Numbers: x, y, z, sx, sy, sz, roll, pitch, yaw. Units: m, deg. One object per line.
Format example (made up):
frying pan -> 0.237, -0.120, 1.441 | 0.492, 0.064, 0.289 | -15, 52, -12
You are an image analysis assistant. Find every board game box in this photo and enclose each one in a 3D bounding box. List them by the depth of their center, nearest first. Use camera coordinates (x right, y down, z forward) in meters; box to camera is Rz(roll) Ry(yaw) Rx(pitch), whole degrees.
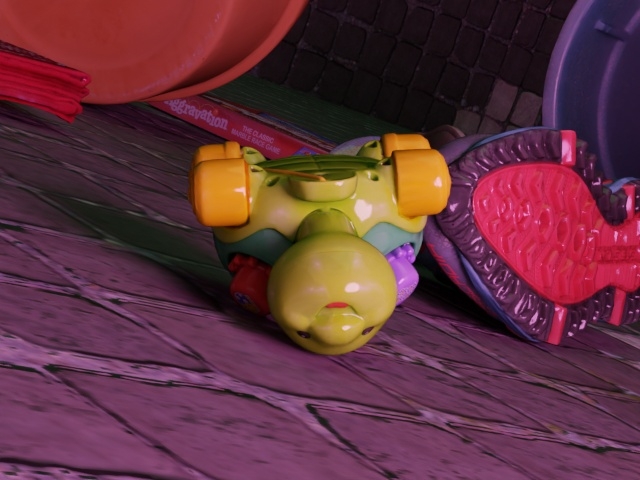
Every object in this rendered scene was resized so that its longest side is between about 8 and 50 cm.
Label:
board game box -> -0.004, -0.071, 1.418 | 0.281, 0.027, 0.145 | 26, 9, 41

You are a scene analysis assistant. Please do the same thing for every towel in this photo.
towel -> -0.286, -0.132, 1.011 | 0.199, 0.031, 0.275 | 11, 9, -46

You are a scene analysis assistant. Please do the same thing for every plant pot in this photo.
plant pot -> -0.144, -0.222, 1.255 | 0.291, 0.291, 0.203 | 20, 23, -3
plant pot -> 0.420, -0.105, 1.534 | 0.341, 0.341, 0.334 | 24, 11, 28

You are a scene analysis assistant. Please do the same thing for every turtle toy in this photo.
turtle toy -> 0.000, 0.000, 0.620 | 0.095, 0.066, 0.130 | -3, 11, -3

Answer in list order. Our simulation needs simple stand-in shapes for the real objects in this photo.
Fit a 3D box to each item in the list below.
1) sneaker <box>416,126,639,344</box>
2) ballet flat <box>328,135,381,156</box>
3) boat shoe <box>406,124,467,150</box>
sneaker -> 0.090, 0.002, 0.901 | 0.125, 0.104, 0.262 | 4, -6, 26
ballet flat -> 0.073, -0.022, 1.030 | 0.070, 0.070, 0.188 | 25, 9, 37
boat shoe -> 0.120, -0.059, 1.503 | 0.065, 0.075, 0.206 | 16, 3, -16
